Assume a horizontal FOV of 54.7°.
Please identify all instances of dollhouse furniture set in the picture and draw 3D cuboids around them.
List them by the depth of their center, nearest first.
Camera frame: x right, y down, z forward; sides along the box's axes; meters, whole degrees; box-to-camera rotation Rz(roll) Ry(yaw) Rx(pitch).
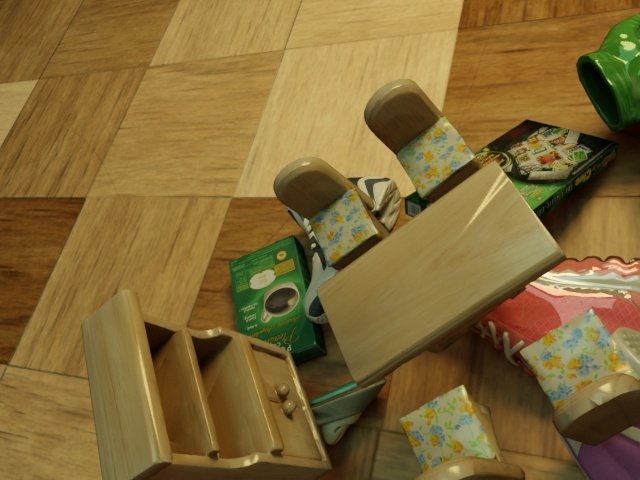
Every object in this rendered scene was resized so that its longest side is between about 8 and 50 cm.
[{"bbox_3d":[0.016,0.072,0.578,0.394,0.256,0.362,-37,53,17],"label":"dollhouse furniture set"}]

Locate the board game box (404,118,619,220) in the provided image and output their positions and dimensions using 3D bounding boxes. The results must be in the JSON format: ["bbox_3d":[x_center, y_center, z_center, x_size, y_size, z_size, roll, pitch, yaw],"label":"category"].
[{"bbox_3d":[0.240,-0.078,0.768,0.259,0.030,0.136,-32,44,-29],"label":"board game box"}]

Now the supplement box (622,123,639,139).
[{"bbox_3d":[0.433,-0.174,0.802,0.083,0.043,0.055,-48,54,-7],"label":"supplement box"}]

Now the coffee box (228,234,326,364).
[{"bbox_3d":[-0.064,0.092,0.872,0.113,0.040,0.184,-23,53,11],"label":"coffee box"}]

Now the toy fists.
[{"bbox_3d":[0.428,-0.146,0.714,0.142,0.096,0.279,-27,75,4],"label":"toy fists"}]

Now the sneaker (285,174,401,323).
[{"bbox_3d":[0.000,0.000,0.866,0.153,0.094,0.235,12,66,32],"label":"sneaker"}]

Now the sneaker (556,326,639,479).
[{"bbox_3d":[0.362,0.216,0.579,0.282,0.102,0.161,33,116,17],"label":"sneaker"}]

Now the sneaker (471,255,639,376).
[{"bbox_3d":[0.227,0.088,0.693,0.313,0.116,0.136,2,63,26],"label":"sneaker"}]

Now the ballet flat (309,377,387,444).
[{"bbox_3d":[-0.010,0.224,0.761,0.213,0.072,0.068,-21,81,13],"label":"ballet flat"}]
